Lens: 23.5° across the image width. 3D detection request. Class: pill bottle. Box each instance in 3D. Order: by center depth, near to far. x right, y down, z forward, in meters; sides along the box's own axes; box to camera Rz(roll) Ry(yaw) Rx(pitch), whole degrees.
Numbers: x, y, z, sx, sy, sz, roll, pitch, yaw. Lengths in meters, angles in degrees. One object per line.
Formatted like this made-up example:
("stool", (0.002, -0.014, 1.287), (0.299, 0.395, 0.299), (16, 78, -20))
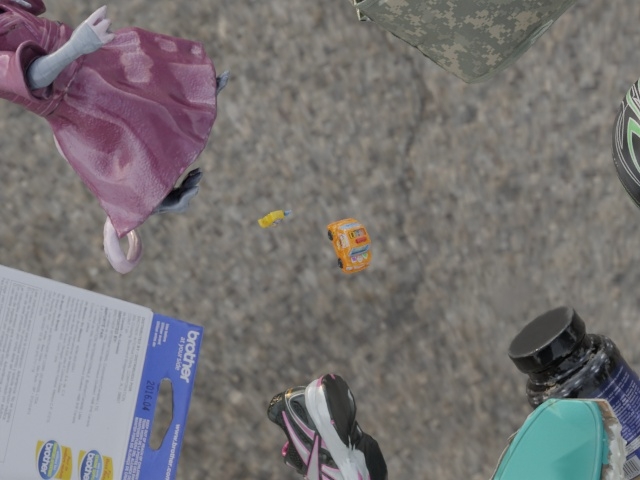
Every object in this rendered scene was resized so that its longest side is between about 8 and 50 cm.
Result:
("pill bottle", (0.317, 0.188, 1.794), (0.123, 0.123, 0.219), (-38, 103, -3))

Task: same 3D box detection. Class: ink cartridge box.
("ink cartridge box", (-0.263, 0.121, 1.310), (0.311, 0.065, 0.186), (17, 69, -22))

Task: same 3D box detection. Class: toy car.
("toy car", (0.000, 0.000, 1.593), (0.122, 0.040, 0.060), (3, 73, -24))

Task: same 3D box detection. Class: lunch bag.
("lunch bag", (0.201, -0.360, 2.021), (0.287, 0.235, 0.169), (-43, 38, 24))

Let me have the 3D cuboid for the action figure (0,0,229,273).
("action figure", (-0.290, -0.181, 1.649), (0.276, 0.370, 0.248), (-53, 27, 25))

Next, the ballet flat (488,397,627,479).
("ballet flat", (0.219, 0.351, 1.566), (0.147, 0.147, 0.409), (20, 91, 17))

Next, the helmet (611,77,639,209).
("helmet", (0.339, -0.084, 1.374), (0.169, 0.169, 0.161), (-43, 93, -5))

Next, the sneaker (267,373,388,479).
("sneaker", (0.007, 0.199, 1.417), (0.077, 0.178, 0.072), (-10, 26, 23))
